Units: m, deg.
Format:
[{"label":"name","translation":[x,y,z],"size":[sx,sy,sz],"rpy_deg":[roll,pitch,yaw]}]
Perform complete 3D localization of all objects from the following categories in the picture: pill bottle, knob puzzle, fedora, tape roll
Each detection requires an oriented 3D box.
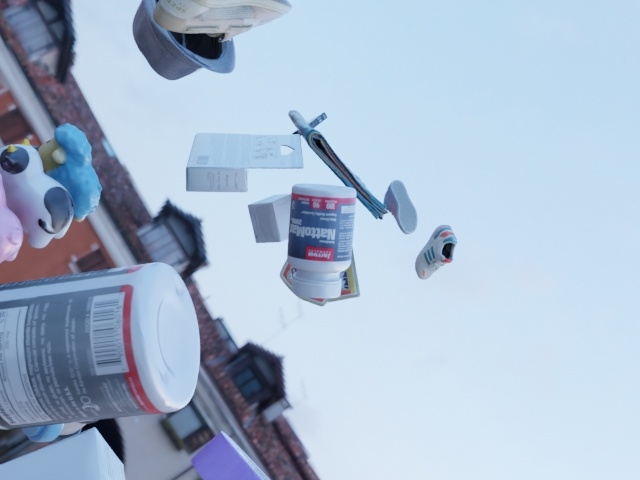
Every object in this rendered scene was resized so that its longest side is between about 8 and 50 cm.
[{"label":"pill bottle","translation":[-0.290,0.120,1.056],"size":[0.161,0.283,0.161],"rpy_deg":[-8,90,-78]},{"label":"knob puzzle","translation":[-0.008,0.073,2.442],"size":[0.213,0.213,0.030],"rpy_deg":[49,-10,20]},{"label":"fedora","translation":[-0.298,-0.425,1.991],"size":[0.124,0.244,0.275],"rpy_deg":[-34,-120,32]},{"label":"pill bottle","translation":[0.000,0.000,1.595],"size":[0.108,0.108,0.180],"rpy_deg":[15,-77,57]},{"label":"tape roll","translation":[-0.145,0.525,2.011],"size":[0.275,0.090,0.275],"rpy_deg":[45,-10,10]}]

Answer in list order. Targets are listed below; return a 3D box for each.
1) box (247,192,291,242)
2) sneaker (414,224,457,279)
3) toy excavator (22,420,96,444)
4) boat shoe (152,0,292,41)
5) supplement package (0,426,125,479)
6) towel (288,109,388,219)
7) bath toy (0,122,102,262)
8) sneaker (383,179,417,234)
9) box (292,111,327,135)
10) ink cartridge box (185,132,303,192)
[{"label":"box","translation":[-0.104,-0.054,2.340],"size":[0.087,0.101,0.102],"rpy_deg":[-2,-75,41]},{"label":"sneaker","translation":[0.286,0.043,2.375],"size":[0.161,0.057,0.075],"rpy_deg":[-63,-148,27]},{"label":"toy excavator","translation":[-0.774,0.279,2.375],"size":[0.222,0.445,0.433],"rpy_deg":[-36,-122,41]},{"label":"boat shoe","translation":[-0.165,-0.397,1.617],"size":[0.121,0.341,0.110],"rpy_deg":[45,-66,14]},{"label":"supplement package","translation":[-0.514,0.518,1.851],"size":[0.204,0.262,0.145],"rpy_deg":[-113,-178,-47]},{"label":"towel","translation":[0.035,-0.196,2.352],"size":[0.271,0.040,0.370],"rpy_deg":[47,5,-17]},{"label":"bath toy","translation":[-0.440,-0.048,1.307],"size":[0.151,0.348,0.129],"rpy_deg":[34,-56,7]},{"label":"sneaker","translation":[0.186,-0.070,2.275],"size":[0.070,0.051,0.134],"rpy_deg":[129,-53,-65]},{"label":"box","translation":[-0.028,-0.306,2.577],"size":[0.067,0.083,0.018],"rpy_deg":[-21,-74,48]},{"label":"ink cartridge box","translation":[-0.160,-0.171,2.086],"size":[0.275,0.239,0.060],"rpy_deg":[-97,-171,-69]}]
